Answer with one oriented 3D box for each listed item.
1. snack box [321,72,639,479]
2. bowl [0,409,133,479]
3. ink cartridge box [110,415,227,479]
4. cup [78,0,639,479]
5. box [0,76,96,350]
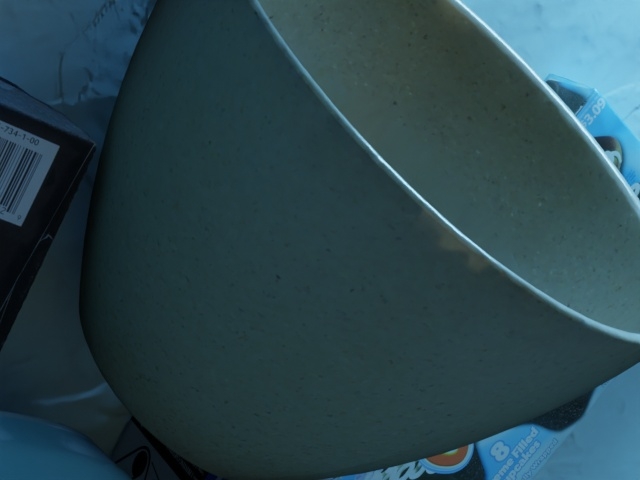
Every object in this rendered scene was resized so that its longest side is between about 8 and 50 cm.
[{"bbox_3d":[0.126,0.064,1.021,0.322,0.060,0.187,-50,123,-3],"label":"snack box"},{"bbox_3d":[-0.211,0.185,0.764,0.311,0.311,0.163,12,65,-31],"label":"bowl"},{"bbox_3d":[-0.070,0.171,0.868,0.046,0.207,0.097,24,96,-33],"label":"ink cartridge box"},{"bbox_3d":[0.000,0.000,0.809,0.331,0.331,0.237,29,117,-33],"label":"cup"},{"bbox_3d":[-0.268,-0.043,0.721,0.247,0.142,0.163,23,95,-35],"label":"box"}]
